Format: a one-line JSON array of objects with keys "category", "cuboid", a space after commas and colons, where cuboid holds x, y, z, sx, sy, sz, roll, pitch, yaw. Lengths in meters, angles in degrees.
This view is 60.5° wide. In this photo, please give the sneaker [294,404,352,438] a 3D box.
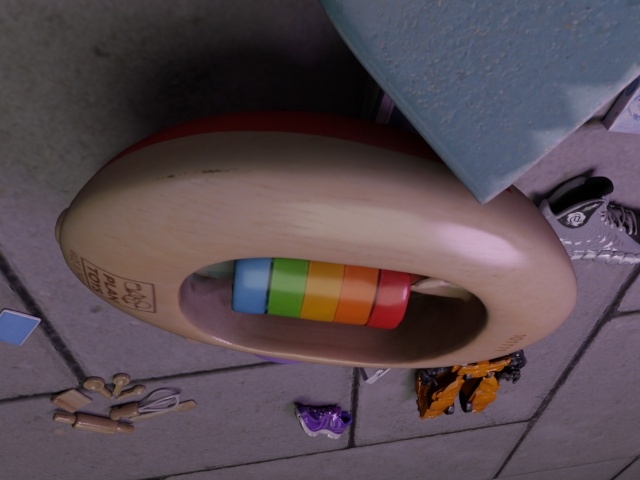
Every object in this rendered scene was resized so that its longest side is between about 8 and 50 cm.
[{"category": "sneaker", "cuboid": [0.007, 0.384, 1.204, 0.071, 0.068, 0.170, -45, 139, 14]}]

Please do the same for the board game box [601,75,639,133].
[{"category": "board game box", "cuboid": [0.411, -0.172, 0.673, 0.090, 0.020, 0.090, 2, 136, -15]}]

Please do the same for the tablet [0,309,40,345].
[{"category": "tablet", "cuboid": [-0.471, 0.134, 0.839, 0.054, 0.006, 0.083, 26, 127, -34]}]

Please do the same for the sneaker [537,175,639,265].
[{"category": "sneaker", "cuboid": [0.413, -0.034, 0.785, 0.229, 0.086, 0.132, -4, 137, -7]}]

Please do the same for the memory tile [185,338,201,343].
[{"category": "memory tile", "cuboid": [-0.155, 0.130, 0.900, 0.148, 0.012, 0.113, -8, 139, -4]}]

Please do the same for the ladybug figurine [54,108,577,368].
[{"category": "ladybug figurine", "cuboid": [0.000, 0.000, 0.500, 0.450, 0.161, 0.305, 10, 147, -9]}]

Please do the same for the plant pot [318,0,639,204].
[{"category": "plant pot", "cuboid": [0.118, -0.229, 0.368, 0.252, 0.247, 0.248, 42, 123, -4]}]

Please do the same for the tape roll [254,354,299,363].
[{"category": "tape roll", "cuboid": [-0.038, 0.055, 0.704, 0.189, 0.189, 0.080, -5, 138, -7]}]

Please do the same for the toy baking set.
[{"category": "toy baking set", "cuboid": [-0.380, 0.327, 1.062, 0.197, 0.030, 0.256, -36, 133, 26]}]

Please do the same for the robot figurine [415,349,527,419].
[{"category": "robot figurine", "cuboid": [0.286, 0.273, 1.106, 0.211, 0.085, 0.291, -5, 140, -8]}]

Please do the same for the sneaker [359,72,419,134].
[{"category": "sneaker", "cuboid": [0.124, -0.118, 0.609, 0.164, 0.086, 0.226, 5, 148, -2]}]

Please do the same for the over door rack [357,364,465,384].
[{"category": "over door rack", "cuboid": [0.135, 0.146, 0.911, 0.324, 0.108, 0.239, -33, 134, 24]}]
